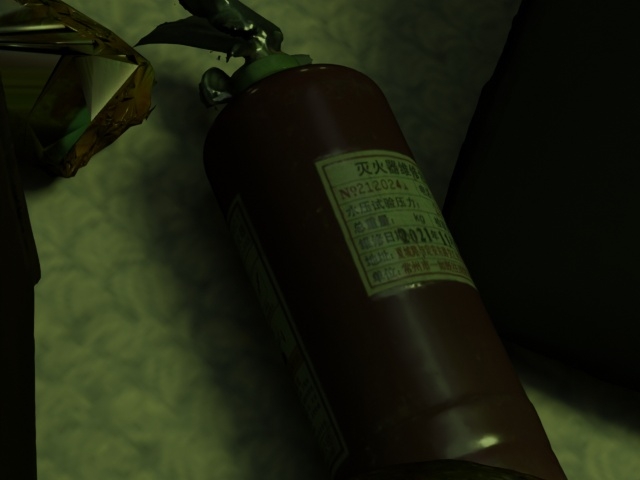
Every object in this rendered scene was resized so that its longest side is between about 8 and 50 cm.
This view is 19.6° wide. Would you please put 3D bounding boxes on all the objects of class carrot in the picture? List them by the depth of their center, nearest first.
[{"bbox_3d":[-0.163,-0.098,0.641,0.229,0.069,0.069,34,53,1],"label":"carrot"}]

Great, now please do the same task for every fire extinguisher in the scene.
[{"bbox_3d":[0.000,0.000,0.623,0.099,0.071,0.231,7,52,-51],"label":"fire extinguisher"}]

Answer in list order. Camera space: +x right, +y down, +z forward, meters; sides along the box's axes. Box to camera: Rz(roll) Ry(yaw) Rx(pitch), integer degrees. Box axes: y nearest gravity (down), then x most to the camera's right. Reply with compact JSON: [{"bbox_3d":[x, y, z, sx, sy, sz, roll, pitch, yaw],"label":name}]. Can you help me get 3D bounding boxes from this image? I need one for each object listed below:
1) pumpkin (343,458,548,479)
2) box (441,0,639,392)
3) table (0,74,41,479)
[{"bbox_3d":[0.052,0.163,0.494,0.219,0.162,0.219,32,28,-19],"label":"pumpkin"},{"bbox_3d":[0.214,-0.061,0.675,0.289,0.073,0.290,21,90,-4],"label":"box"},{"bbox_3d":[-0.190,0.081,0.392,0.251,0.196,0.282,-3,58,-4],"label":"table"}]
